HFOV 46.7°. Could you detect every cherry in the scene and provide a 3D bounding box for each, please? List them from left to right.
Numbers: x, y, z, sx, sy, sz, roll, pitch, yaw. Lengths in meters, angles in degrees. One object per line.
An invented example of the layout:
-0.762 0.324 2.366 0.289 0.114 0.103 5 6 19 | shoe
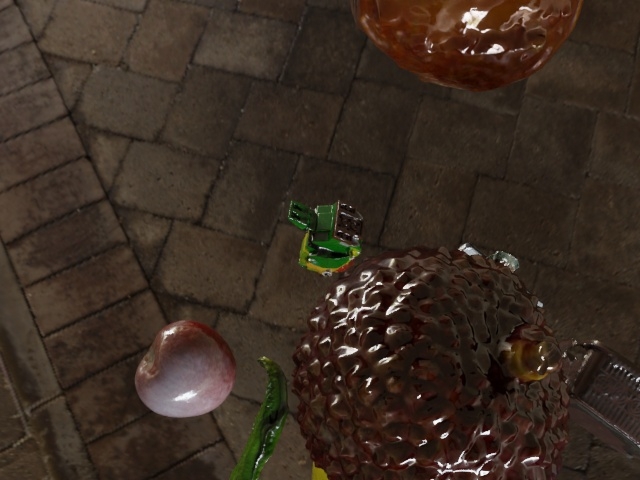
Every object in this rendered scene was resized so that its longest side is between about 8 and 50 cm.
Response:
-0.304 0.313 1.748 0.240 0.206 0.239 -1 93 -14 | cherry

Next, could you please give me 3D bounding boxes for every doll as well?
0.009 0.001 1.353 0.135 0.186 0.106 6 59 1 | doll

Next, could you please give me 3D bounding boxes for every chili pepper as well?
-0.128 0.383 1.300 0.077 0.085 0.358 21 89 -26 | chili pepper

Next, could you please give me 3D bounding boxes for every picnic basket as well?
0.607 0.337 1.515 0.297 0.222 0.129 35 76 -2 | picnic basket

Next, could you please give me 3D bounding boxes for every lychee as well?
0.106 0.131 0.679 0.264 0.300 0.264 11 69 -31 | lychee

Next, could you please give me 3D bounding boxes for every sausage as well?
0.091 -0.225 0.437 0.141 0.153 0.267 -1 113 -3 | sausage

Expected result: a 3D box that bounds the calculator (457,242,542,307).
0.302 0.109 1.442 0.161 0.262 0.021 -41 35 23 | calculator

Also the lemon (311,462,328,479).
0.145 0.438 1.382 0.348 0.348 0.347 -1 69 2 | lemon

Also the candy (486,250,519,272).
0.161 0.084 0.843 0.045 0.043 0.175 43 112 34 | candy
